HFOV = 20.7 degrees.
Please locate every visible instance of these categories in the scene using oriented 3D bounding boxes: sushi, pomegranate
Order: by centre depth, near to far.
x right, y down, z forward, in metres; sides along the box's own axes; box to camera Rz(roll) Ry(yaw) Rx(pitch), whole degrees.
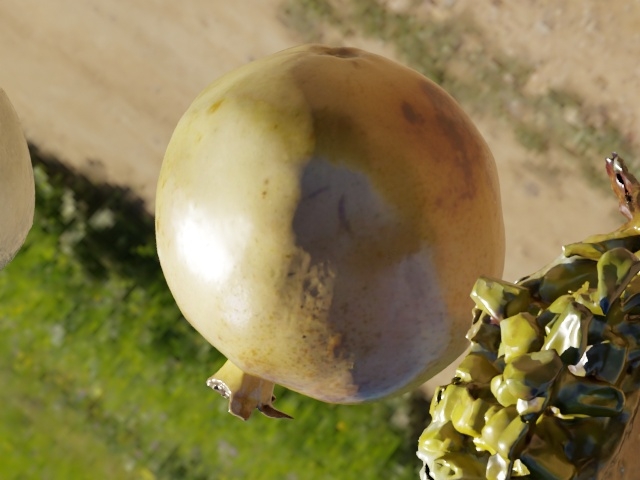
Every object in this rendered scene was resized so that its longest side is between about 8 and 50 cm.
[{"bbox_3d":[0.156,0.081,1.093,0.167,0.296,0.179,17,147,56],"label":"sushi"},{"bbox_3d":[0.000,0.000,1.444,0.319,0.319,0.319,29,151,18],"label":"pomegranate"}]

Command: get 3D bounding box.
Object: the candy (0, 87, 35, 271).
[{"bbox_3d":[-0.402,-0.078,1.744,0.295,0.295,0.185,44,137,-9],"label":"candy"}]
